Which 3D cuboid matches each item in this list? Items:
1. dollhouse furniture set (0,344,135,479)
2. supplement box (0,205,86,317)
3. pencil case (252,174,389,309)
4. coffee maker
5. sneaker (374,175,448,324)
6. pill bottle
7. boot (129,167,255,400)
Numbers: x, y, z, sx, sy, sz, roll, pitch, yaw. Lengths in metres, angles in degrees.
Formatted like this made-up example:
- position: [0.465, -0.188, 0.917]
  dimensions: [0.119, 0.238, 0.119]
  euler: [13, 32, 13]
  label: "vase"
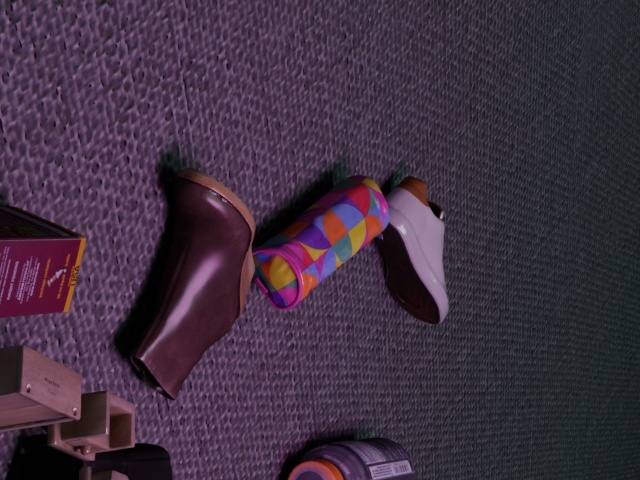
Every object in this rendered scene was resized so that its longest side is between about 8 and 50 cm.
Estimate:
- position: [-0.312, 0.294, 1.242]
  dimensions: [0.303, 0.173, 0.356]
  euler: [42, 41, -60]
  label: "dollhouse furniture set"
- position: [-0.322, 0.020, 1.275]
  dimensions: [0.188, 0.104, 0.081]
  euler: [-2, 110, -60]
  label: "supplement box"
- position: [0.000, 0.000, 1.849]
  dimensions: [0.236, 0.104, 0.104]
  euler: [-38, 138, -45]
  label: "pencil case"
- position: [-0.249, 0.266, 1.551]
  dimensions: [0.178, 0.120, 0.171]
  euler: [15, 93, -63]
  label: "coffee maker"
- position: [0.164, 0.017, 2.139]
  dimensions: [0.123, 0.106, 0.290]
  euler: [-53, 146, -25]
  label: "sneaker"
- position: [0.042, 0.376, 2.131]
  dimensions: [0.245, 0.130, 0.130]
  euler: [8, 101, -61]
  label: "pill bottle"
- position: [-0.156, 0.056, 1.609]
  dimensions: [0.207, 0.090, 0.248]
  euler: [-58, 154, -25]
  label: "boot"
